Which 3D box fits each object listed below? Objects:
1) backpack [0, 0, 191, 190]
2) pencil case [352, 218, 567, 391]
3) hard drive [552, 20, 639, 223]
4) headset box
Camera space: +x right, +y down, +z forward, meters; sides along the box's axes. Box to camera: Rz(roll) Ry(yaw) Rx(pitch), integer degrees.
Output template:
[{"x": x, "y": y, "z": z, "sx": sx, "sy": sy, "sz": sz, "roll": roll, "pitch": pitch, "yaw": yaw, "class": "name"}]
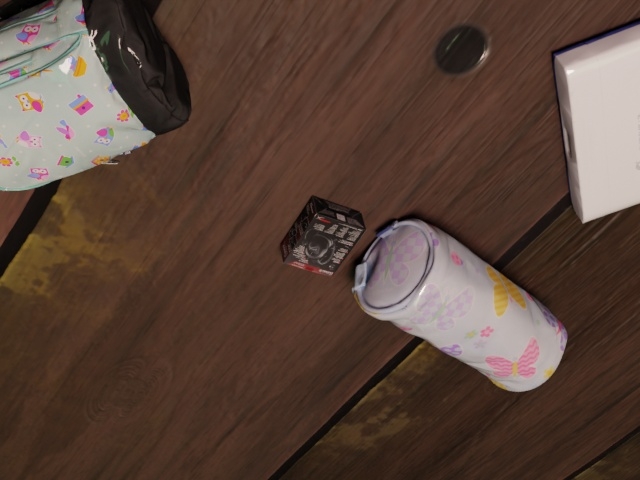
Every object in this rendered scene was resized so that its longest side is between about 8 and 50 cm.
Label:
[{"x": -0.210, "y": -0.119, "z": 0.579, "sx": 0.182, "sy": 0.115, "sz": 0.152, "roll": -18, "pitch": 136, "yaw": 8, "class": "backpack"}, {"x": 0.163, "y": 0.083, "z": 0.847, "sx": 0.273, "sy": 0.113, "sz": 0.124, "roll": 30, "pitch": 129, "yaw": -33, "class": "pencil case"}, {"x": 0.401, "y": -0.151, "z": 0.734, "sx": 0.318, "sy": 0.040, "sz": 0.210, "roll": -20, "pitch": 133, "yaw": 6, "class": "hard drive"}, {"x": 0.000, "y": 0.000, "z": 0.789, "sx": 0.062, "sy": 0.032, "sz": 0.083, "roll": 17, "pitch": 127, "yaw": -25, "class": "headset box"}]
